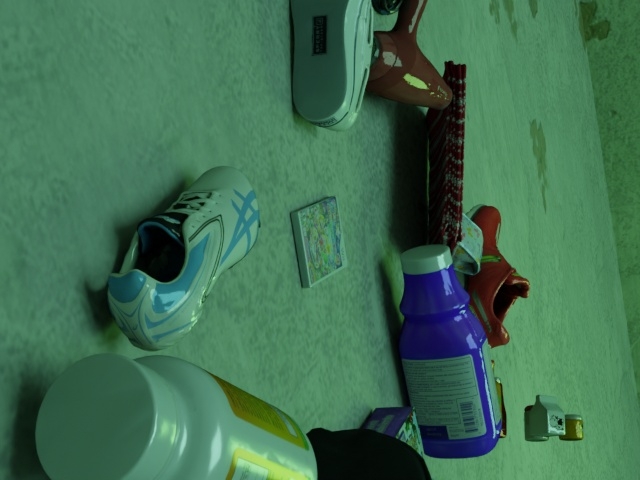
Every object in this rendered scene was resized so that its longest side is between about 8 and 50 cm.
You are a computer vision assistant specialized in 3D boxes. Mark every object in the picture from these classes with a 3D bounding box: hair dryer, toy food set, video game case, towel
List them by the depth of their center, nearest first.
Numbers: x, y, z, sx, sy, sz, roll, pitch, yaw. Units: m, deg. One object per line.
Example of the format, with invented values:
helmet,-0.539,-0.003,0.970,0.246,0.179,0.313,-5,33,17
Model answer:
video game case,0.000,0.000,1.437,0.122,0.011,0.087,-27,109,-66
hair dryer,0.119,-0.282,1.598,0.223,0.080,0.294,-37,132,-24
towel,0.170,-0.092,1.754,0.199,0.031,0.275,103,-9,-70
toy food set,0.315,0.257,1.977,0.232,0.111,0.105,12,71,-34

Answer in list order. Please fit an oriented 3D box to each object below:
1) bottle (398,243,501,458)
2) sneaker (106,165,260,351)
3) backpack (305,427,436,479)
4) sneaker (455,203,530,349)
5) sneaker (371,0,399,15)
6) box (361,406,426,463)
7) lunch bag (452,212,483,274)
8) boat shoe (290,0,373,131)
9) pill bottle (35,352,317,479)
bottle,0.163,0.147,1.654,0.092,0.118,0.283,-41,122,-62
sneaker,-0.113,-0.004,1.073,0.237,0.085,0.086,-66,148,-52
backpack,0.075,0.407,1.257,0.290,0.273,0.356,-72,163,-69
sneaker,0.264,0.060,1.913,0.107,0.118,0.279,62,31,-44
sneaker,0.088,-0.373,1.640,0.221,0.087,0.083,30,56,-63
box,0.088,0.373,1.495,0.201,0.057,0.293,-43,124,-64
lunch bag,0.208,0.006,1.860,0.083,0.053,0.071,39,43,-24
boat shoe,0.017,-0.254,1.452,0.084,0.095,0.258,22,75,-66
pill bottle,-0.110,0.167,0.972,0.245,0.136,0.136,41,48,-59
